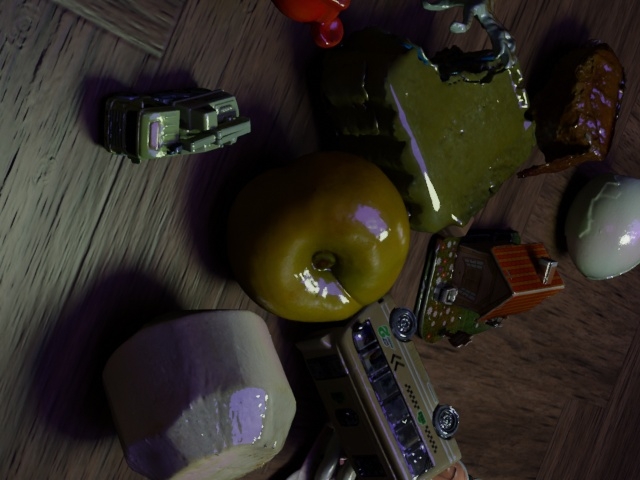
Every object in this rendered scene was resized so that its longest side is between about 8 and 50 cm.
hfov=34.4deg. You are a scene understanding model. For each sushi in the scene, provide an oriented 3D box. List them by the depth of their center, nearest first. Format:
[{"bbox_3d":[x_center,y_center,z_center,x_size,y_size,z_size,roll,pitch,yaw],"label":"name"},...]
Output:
[{"bbox_3d":[0.461,-0.235,1.873,0.167,0.179,0.296,19,75,-29],"label":"sushi"}]

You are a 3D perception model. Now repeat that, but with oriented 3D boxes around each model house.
[{"bbox_3d":[0.320,0.096,1.847,0.294,0.154,0.207,-3,108,-50],"label":"model house"}]

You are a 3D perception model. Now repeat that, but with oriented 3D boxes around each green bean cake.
[{"bbox_3d":[0.143,-0.192,1.486,0.310,0.202,0.285,-37,120,-35],"label":"green bean cake"}]

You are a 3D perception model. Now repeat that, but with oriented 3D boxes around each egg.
[{"bbox_3d":[0.584,-0.023,2.079,0.183,0.183,0.217,21,85,-52],"label":"egg"}]

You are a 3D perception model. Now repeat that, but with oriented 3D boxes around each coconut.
[{"bbox_3d":[-0.149,0.184,1.282,0.241,0.241,0.241,-25,125,-42],"label":"coconut"}]

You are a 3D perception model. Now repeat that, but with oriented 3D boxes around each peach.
[{"bbox_3d":[0.000,0.000,1.364,0.251,0.153,0.251,-5,134,-5],"label":"peach"}]

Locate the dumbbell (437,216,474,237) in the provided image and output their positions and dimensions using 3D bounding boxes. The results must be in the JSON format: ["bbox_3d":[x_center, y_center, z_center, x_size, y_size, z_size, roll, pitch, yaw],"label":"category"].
[{"bbox_3d":[0.249,-0.113,1.720,0.231,0.092,0.082,-58,168,-12],"label":"dumbbell"}]

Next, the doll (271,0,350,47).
[{"bbox_3d":[-0.048,-0.388,1.158,0.183,0.160,0.363,-36,113,-38],"label":"doll"}]

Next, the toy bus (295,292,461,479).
[{"bbox_3d":[0.084,0.231,1.559,0.157,0.139,0.289,-27,97,-38],"label":"toy bus"}]

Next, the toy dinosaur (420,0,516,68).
[{"bbox_3d":[0.159,-0.421,1.419,0.205,0.092,0.393,-4,79,-24],"label":"toy dinosaur"}]

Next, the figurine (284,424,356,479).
[{"bbox_3d":[0.031,0.413,1.651,0.103,0.205,0.260,-170,-77,-89],"label":"figurine"}]

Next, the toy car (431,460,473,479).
[{"bbox_3d":[0.145,0.476,1.728,0.212,0.181,0.270,-29,138,-83],"label":"toy car"}]

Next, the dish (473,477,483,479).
[{"bbox_3d":[0.334,0.575,2.147,0.141,0.078,0.141,-24,124,-41],"label":"dish"}]

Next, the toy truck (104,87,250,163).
[{"bbox_3d":[-0.161,-0.134,1.206,0.169,0.100,0.077,-13,115,-47],"label":"toy truck"}]
